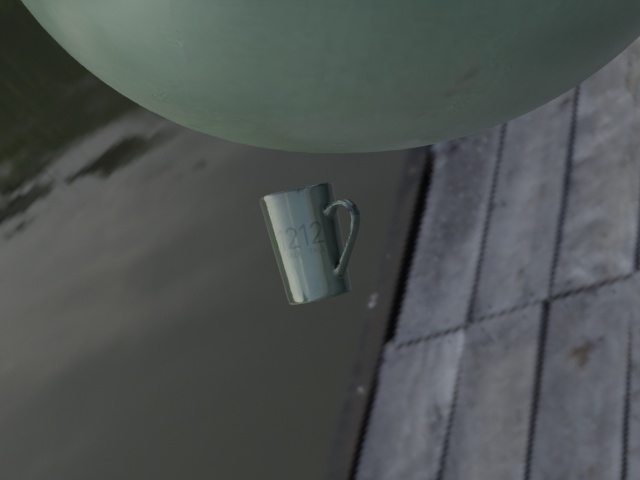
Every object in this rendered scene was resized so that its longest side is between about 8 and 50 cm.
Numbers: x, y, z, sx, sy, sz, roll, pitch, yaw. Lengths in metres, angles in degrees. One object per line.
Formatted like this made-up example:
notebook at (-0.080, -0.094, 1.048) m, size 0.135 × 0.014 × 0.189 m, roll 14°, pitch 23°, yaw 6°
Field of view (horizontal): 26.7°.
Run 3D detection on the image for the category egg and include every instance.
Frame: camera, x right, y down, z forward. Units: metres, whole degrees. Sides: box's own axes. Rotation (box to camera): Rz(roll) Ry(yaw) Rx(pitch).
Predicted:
egg at (0.036, -0.155, 0.467) m, size 0.230 × 0.230 × 0.371 m, roll -16°, pitch 9°, yaw 37°

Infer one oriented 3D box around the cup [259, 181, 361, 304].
cup at (0.000, 0.000, 0.984) m, size 0.075 × 0.083 × 0.054 m, roll -13°, pitch 1°, yaw 13°
